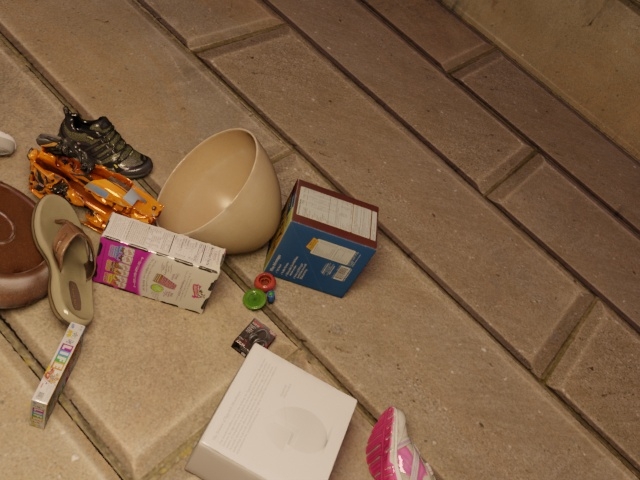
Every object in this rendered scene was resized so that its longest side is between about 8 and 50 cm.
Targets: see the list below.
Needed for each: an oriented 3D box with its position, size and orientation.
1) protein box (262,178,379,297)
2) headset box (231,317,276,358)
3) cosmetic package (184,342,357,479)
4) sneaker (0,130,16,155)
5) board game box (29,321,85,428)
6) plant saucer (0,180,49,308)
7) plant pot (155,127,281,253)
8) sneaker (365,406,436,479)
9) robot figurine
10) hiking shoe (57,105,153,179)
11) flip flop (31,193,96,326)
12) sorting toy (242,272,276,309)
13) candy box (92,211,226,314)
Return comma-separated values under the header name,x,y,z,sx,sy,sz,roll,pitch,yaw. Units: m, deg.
name,x,y,z,sx,sy,sz,roll,pitch,yaw
protein box,0.000,0.000,1.434,0.201,0.200,0.136,19,47,-12
headset box,-0.136,0.207,1.308,0.062,0.032,0.083,37,47,6
cosmetic package,-0.087,0.351,1.138,0.224,0.138,0.224,31,46,-2
sneaker,-0.770,-0.165,1.277,0.281,0.105,0.115,-14,90,-37
board game box,-0.452,0.231,1.077,0.026,0.103,0.154,21,47,-10
plant saucer,-0.618,-0.016,1.161,0.310,0.050,0.311,36,28,-23
plant pot,-0.194,-0.079,1.387,0.191,0.284,0.284,44,33,-40
sneaker,0.161,0.451,1.217,0.111,0.103,0.252,14,54,-21
robot figurine,-0.473,-0.096,1.280,0.291,0.211,0.085,31,53,-8
hiking shoe,-0.490,-0.220,1.430,0.226,0.114,0.086,22,47,-9
flip flop,-0.470,0.030,1.182,0.112,0.080,0.277,23,41,-54
sorting toy,-0.129,0.121,1.386,0.061,0.042,0.102,22,56,12
candy box,-0.324,0.049,1.257,0.233,0.159,0.071,20,47,-12
